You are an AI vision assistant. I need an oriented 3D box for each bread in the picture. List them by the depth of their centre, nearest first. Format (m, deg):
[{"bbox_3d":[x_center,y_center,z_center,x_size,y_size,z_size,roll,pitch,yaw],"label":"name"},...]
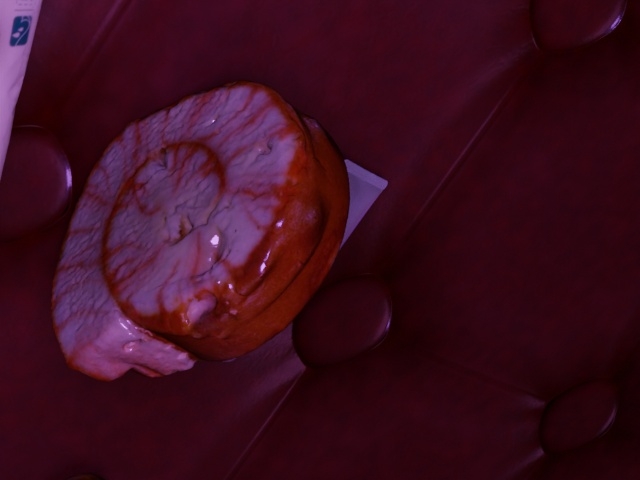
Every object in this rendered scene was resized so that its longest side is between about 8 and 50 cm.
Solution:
[{"bbox_3d":[-0.124,-0.017,1.376,0.327,0.295,0.114,-24,139,31],"label":"bread"}]

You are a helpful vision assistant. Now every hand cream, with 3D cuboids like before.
[{"bbox_3d":[0.000,0.000,1.625,0.078,0.050,0.205,25,104,-38],"label":"hand cream"}]

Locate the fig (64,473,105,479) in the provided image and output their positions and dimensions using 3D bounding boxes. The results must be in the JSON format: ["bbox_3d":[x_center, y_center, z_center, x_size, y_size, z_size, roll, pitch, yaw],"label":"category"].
[{"bbox_3d":[-0.319,0.334,1.677,0.125,0.089,0.089,-6,129,8],"label":"fig"}]

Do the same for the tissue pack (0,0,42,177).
[{"bbox_3d":[-0.426,-0.135,1.182,0.297,0.207,0.380,-5,125,-39],"label":"tissue pack"}]
